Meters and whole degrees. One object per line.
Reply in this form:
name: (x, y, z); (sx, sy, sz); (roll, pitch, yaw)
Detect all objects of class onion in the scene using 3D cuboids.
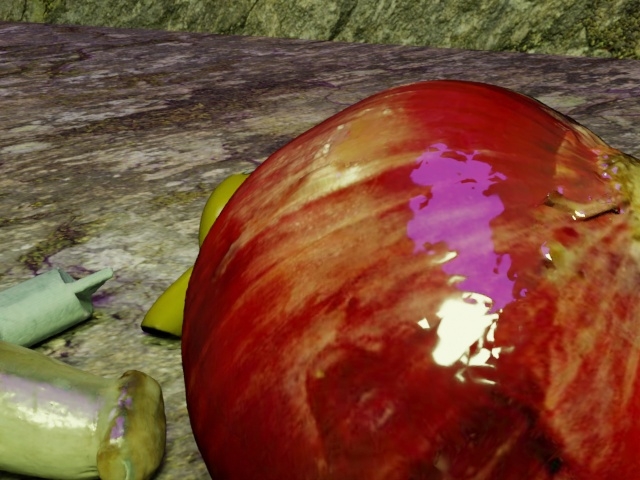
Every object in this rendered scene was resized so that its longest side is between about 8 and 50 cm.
onion: (0.090, 0.084, 0.569); (0.341, 0.341, 0.341); (0, 22, 0)

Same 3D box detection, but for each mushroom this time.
mushroom: (-0.265, 0.114, 0.753); (0.312, 0.081, 0.100); (14, 31, 3)

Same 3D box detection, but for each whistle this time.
whistle: (-0.313, 0.088, 0.894); (0.062, 0.062, 0.312); (15, 27, 33)

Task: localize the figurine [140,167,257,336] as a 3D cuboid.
figurine: (0.007, 0.001, 0.966); (0.327, 0.169, 0.218); (9, 46, 6)
